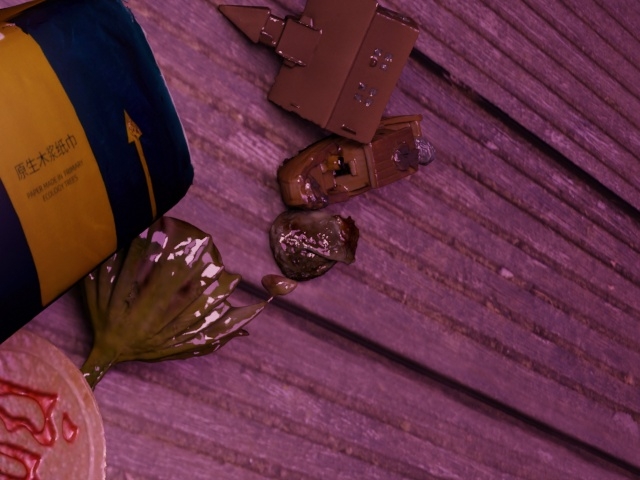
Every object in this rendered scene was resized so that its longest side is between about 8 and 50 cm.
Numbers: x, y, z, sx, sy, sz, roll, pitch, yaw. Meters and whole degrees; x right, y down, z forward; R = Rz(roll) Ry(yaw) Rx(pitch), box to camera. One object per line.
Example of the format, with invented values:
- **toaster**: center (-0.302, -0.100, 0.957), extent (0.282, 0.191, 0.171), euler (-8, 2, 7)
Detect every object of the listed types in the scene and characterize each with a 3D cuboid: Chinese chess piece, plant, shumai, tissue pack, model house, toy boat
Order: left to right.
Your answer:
- **tissue pack**: center (-0.339, -0.045, 1.207), extent (0.416, 0.264, 0.253), euler (-47, 120, -54)
- **Chinese chess piece**: center (-0.335, 0.213, 1.313), extent (0.270, 0.112, 0.270), euler (16, 69, -48)
- **plant**: center (-0.205, 0.111, 1.455), extent (0.251, 0.180, 0.333), euler (44, 53, -21)
- **model house**: center (-0.021, -0.267, 1.794), extent (0.248, 0.176, 0.180), euler (22, 103, -12)
- **shumai**: center (0.000, 0.001, 1.777), extent (0.124, 0.087, 0.099), euler (-21, 99, -49)
- **toy boat**: center (0.058, -0.108, 1.846), extent (0.321, 0.121, 0.089), euler (-26, 111, -50)
